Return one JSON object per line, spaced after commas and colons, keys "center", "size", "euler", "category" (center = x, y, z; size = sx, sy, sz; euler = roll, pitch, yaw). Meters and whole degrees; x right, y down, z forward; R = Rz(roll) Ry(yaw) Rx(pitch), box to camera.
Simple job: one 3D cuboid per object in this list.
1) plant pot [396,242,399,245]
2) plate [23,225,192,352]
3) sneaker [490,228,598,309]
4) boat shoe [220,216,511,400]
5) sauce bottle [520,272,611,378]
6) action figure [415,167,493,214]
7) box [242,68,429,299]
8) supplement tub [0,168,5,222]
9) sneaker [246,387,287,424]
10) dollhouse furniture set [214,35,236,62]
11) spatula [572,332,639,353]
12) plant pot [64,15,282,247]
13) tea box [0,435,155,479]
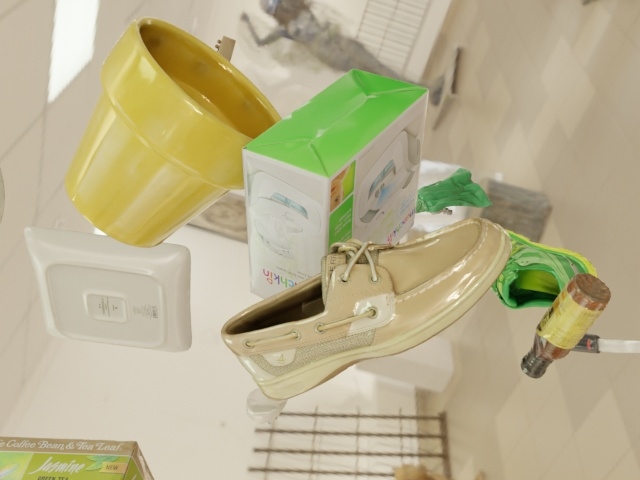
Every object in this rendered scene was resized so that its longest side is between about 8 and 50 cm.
{"center": [0.000, 0.000, 1.581], "size": [0.237, 0.254, 0.237], "euler": [43, 143, 44], "category": "plant pot"}
{"center": [-0.367, 0.103, 1.292], "size": [0.045, 0.278, 0.277], "euler": [-85, 3, -48], "category": "plate"}
{"center": [0.339, 0.051, 1.322], "size": [0.123, 0.295, 0.109], "euler": [-28, -61, -40], "category": "sneaker"}
{"center": [0.037, 0.053, 0.720], "size": [0.302, 0.098, 0.109], "euler": [-30, 23, 21], "category": "boat shoe"}
{"center": [0.231, 0.086, 0.711], "size": [0.042, 0.042, 0.128], "euler": [-81, 10, -49], "category": "sauce bottle"}
{"center": [0.311, -0.107, 1.856], "size": [0.137, 0.232, 0.063], "euler": [51, 138, 28], "category": "action figure"}
{"center": [0.022, -0.064, 0.975], "size": [0.262, 0.127, 0.231], "euler": [-44, -34, -43], "category": "box"}
{"center": [-0.463, -0.035, 0.698], "size": [0.272, 0.191, 0.191], "euler": [-31, -38, -65], "category": "supplement tub"}
{"center": [-0.107, 0.348, 1.540], "size": [0.212, 0.080, 0.094], "euler": [-55, -26, -76], "category": "sneaker"}
{"center": [-0.248, -0.295, 1.359], "size": [0.151, 0.123, 0.144], "euler": [142, 142, -63], "category": "dollhouse furniture set"}
{"center": [0.406, 0.142, 1.010], "size": [0.296, 0.030, 0.084], "euler": [-4, 94, 60], "category": "spatula"}
{"center": [-0.211, -0.127, 0.999], "size": [0.239, 0.254, 0.254], "euler": [-47, 16, 20], "category": "plant pot"}
{"center": [-0.512, 0.562, 1.378], "size": [0.323, 0.329, 0.220], "euler": [-81, -13, -50], "category": "tea box"}
